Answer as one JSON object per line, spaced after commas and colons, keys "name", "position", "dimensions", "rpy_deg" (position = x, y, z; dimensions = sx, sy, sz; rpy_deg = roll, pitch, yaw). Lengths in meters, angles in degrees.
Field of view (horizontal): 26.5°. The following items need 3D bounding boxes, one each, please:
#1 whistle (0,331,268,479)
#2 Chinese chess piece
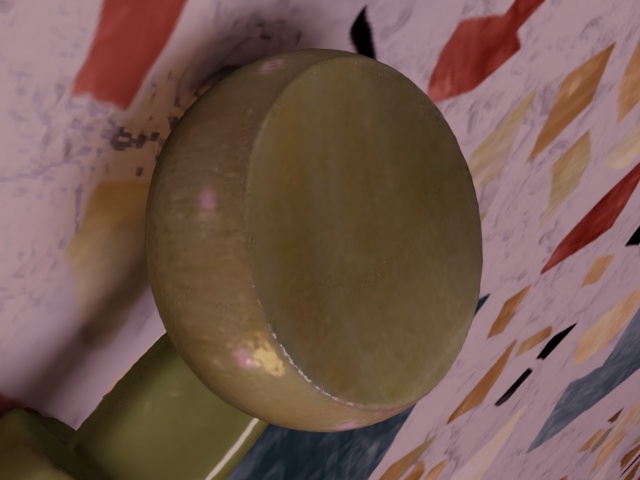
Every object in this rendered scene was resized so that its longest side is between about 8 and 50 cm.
{"name": "whistle", "position": [-0.110, 0.134, 0.541], "dimensions": [0.288, 0.131, 0.106], "rpy_deg": [-50, -173, -6]}
{"name": "Chinese chess piece", "position": [0.000, 0.000, 0.513], "dimensions": [0.144, 0.058, 0.144], "rpy_deg": [7, 80, -44]}
